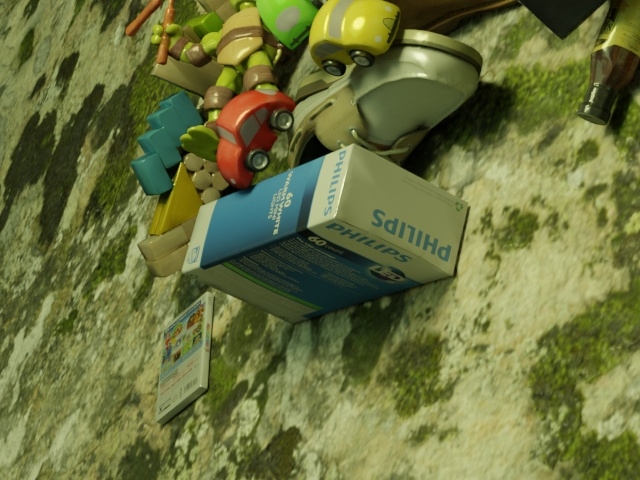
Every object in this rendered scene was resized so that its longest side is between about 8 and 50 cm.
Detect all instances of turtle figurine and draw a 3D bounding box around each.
[{"bbox_3d":[-0.086,-0.183,2.010,0.269,0.087,0.217,-14,50,25],"label":"turtle figurine"}]

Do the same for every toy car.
[{"bbox_3d":[-0.029,-0.189,1.850,0.239,0.053,0.225,-42,33,28],"label":"toy car"}]

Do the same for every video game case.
[{"bbox_3d":[-0.142,0.123,2.103,0.087,0.011,0.122,-40,36,40],"label":"video game case"}]

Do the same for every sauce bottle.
[{"bbox_3d":[0.243,-0.156,1.622,0.042,0.042,0.128,7,73,62],"label":"sauce bottle"}]

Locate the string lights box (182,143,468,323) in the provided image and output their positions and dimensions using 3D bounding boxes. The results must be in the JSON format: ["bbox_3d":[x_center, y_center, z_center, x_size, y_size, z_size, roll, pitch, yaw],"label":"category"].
[{"bbox_3d":[0.000,0.000,1.820,0.259,0.133,0.077,-19,51,54],"label":"string lights box"}]

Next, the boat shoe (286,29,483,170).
[{"bbox_3d":[0.056,-0.114,1.856,0.302,0.113,0.103,-23,49,67],"label":"boat shoe"}]

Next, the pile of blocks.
[{"bbox_3d":[-0.138,-0.135,2.163,0.112,0.149,0.362,-3,64,67],"label":"pile of blocks"}]

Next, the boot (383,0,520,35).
[{"bbox_3d":[0.123,-0.269,1.832,0.305,0.115,0.112,-31,55,48],"label":"boot"}]

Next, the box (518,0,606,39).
[{"bbox_3d":[0.231,-0.272,1.632,0.158,0.093,0.156,-44,11,35],"label":"box"}]
